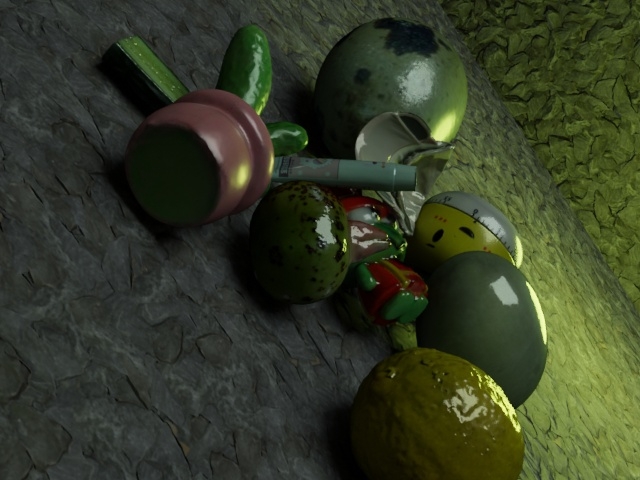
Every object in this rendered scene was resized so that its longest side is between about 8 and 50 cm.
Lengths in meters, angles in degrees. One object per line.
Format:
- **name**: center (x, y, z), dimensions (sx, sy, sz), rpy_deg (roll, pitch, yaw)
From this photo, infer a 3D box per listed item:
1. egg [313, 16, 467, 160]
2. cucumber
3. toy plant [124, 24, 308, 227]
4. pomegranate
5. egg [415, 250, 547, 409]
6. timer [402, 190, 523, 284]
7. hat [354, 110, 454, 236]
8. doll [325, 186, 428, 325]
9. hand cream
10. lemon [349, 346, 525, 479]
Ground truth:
- **egg**: center (0.152, -0.318, 2.219), dimensions (0.345, 0.345, 0.428), rpy_deg (48, 43, -11)
- **cucumber**: center (-0.280, -0.254, 1.735), dimensions (0.244, 0.063, 0.115), rpy_deg (46, 21, -14)
- **toy plant**: center (-0.163, -0.174, 1.617), dimensions (0.356, 0.211, 0.316), rpy_deg (-35, 129, -57)
- **pomegranate**: center (0.000, 0.000, 1.683), dimensions (0.248, 0.214, 0.214), rpy_deg (-4, 50, -11)
- **egg**: center (0.318, 0.187, 1.936), dimensions (0.258, 0.259, 0.352), rpy_deg (-65, 150, -61)
- **timer**: center (0.277, 0.058, 2.125), dimensions (0.285, 0.285, 0.285), rpy_deg (39, 29, -27)
- **hat**: center (0.150, -0.142, 2.018), dimensions (0.226, 0.164, 0.219), rpy_deg (33, 74, -13)
- **doll**: center (0.076, 0.005, 1.901), dimensions (0.183, 0.160, 0.363), rpy_deg (10, 47, -46)
- **hand cream**: center (0.018, -0.126, 1.881), dimensions (0.085, 0.331, 0.058), rpy_deg (-80, 171, -53)
- **lemon**: center (0.189, 0.319, 1.594), dimensions (0.322, 0.268, 0.268), rpy_deg (54, 25, -19)
